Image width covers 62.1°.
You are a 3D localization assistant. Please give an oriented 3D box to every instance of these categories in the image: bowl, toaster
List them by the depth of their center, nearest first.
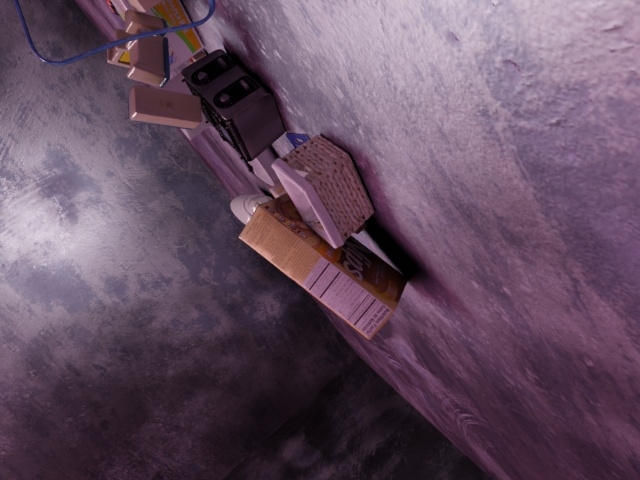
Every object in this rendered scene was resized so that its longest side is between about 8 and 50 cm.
[{"bbox_3d":[-0.169,-0.261,1.063,0.168,0.110,0.185,47,170,24],"label":"toaster"},{"bbox_3d":[-0.156,-0.216,1.369,0.142,0.053,0.142,55,171,-29],"label":"bowl"}]

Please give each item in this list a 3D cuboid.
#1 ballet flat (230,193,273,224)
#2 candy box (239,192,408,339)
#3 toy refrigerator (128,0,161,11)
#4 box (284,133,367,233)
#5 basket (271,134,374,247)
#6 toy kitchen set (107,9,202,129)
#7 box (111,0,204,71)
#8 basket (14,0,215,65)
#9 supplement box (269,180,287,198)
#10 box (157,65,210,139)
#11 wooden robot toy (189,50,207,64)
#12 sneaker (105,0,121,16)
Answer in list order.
[{"bbox_3d":[-0.165,-0.075,1.840,0.400,0.139,0.139,40,168,27],"label":"ballet flat"},{"bbox_3d":[0.015,0.038,1.058,0.316,0.087,0.183,37,-158,5],"label":"candy box"},{"bbox_3d":[-0.335,-0.517,0.847,0.094,0.102,0.269,38,166,53],"label":"toy refrigerator"},{"bbox_3d":[-0.001,-0.117,1.087,0.225,0.036,0.136,55,170,-22],"label":"box"},{"bbox_3d":[0.009,-0.087,0.938,0.113,0.103,0.167,42,167,42],"label":"basket"},{"bbox_3d":[-0.321,-0.301,1.011,0.166,0.122,0.207,-16,76,52],"label":"toy kitchen set"},{"bbox_3d":[-0.344,-0.467,1.089,0.114,0.103,0.203,45,170,30],"label":"box"},{"bbox_3d":[-0.298,-0.404,0.696,0.201,0.255,0.288,25,135,66],"label":"basket"},{"bbox_3d":[-0.080,-0.123,1.357,0.098,0.062,0.036,39,166,52],"label":"supplement box"},{"bbox_3d":[-0.324,-0.355,1.363,0.091,0.130,0.170,50,170,4],"label":"box"},{"bbox_3d":[-0.322,-0.425,1.233,0.173,0.079,0.076,45,170,30],"label":"wooden robot toy"},{"bbox_3d":[-0.453,-0.591,1.128,0.135,0.098,0.276,49,169,4],"label":"sneaker"}]
